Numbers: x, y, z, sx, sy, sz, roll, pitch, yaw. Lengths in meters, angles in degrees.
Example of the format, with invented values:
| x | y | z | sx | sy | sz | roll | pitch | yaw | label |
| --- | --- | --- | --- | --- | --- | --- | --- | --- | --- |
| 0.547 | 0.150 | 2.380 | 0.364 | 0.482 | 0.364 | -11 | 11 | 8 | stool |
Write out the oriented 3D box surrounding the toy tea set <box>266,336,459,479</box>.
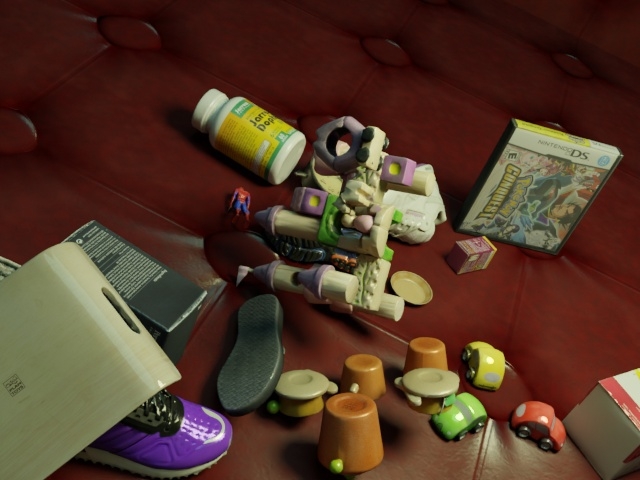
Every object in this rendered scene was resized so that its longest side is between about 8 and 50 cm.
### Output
| x | y | z | sx | sy | sz | roll | pitch | yaw | label |
| --- | --- | --- | --- | --- | --- | --- | --- | --- | --- |
| 0.094 | 0.259 | 1.376 | 0.336 | 0.124 | 0.200 | -11 | 21 | -30 | toy tea set |

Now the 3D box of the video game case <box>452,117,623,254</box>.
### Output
| x | y | z | sx | sy | sz | roll | pitch | yaw | label |
| --- | --- | --- | --- | --- | --- | --- | --- | --- | --- |
| 0.440 | -0.102 | 1.834 | 0.248 | 0.275 | 0.035 | 12 | 37 | -17 | video game case |

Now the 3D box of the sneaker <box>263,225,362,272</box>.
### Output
| x | y | z | sx | sy | sz | roll | pitch | yaw | label |
| --- | --- | --- | --- | --- | --- | --- | --- | --- | --- |
| 0.000 | 0.000 | 1.645 | 0.221 | 0.083 | 0.087 | 21 | 16 | -3 | sneaker |

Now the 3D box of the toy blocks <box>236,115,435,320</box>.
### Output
| x | y | z | sx | sy | sz | roll | pitch | yaw | label |
| --- | --- | --- | --- | --- | --- | --- | --- | --- | --- |
| -0.003 | -0.038 | 1.457 | 0.260 | 0.288 | 0.309 | 13 | -3 | 26 | toy blocks |

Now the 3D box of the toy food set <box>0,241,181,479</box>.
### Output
| x | y | z | sx | sy | sz | roll | pitch | yaw | label |
| --- | --- | --- | --- | --- | --- | --- | --- | --- | --- |
| -0.355 | 0.174 | 1.078 | 0.306 | 0.092 | 0.219 | -38 | 82 | -9 | toy food set |

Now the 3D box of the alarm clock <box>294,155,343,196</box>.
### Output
| x | y | z | sx | sy | sz | roll | pitch | yaw | label |
| --- | --- | --- | --- | --- | --- | --- | --- | --- | --- |
| 0.043 | -0.103 | 1.784 | 0.192 | 0.064 | 0.129 | 33 | 45 | -1 | alarm clock |

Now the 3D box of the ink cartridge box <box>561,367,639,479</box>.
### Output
| x | y | z | sx | sy | sz | roll | pitch | yaw | label |
| --- | --- | --- | --- | --- | --- | --- | --- | --- | --- |
| 0.534 | 0.306 | 1.528 | 0.176 | 0.128 | 0.127 | -8 | 49 | -35 | ink cartridge box |

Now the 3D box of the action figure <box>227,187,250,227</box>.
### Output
| x | y | z | sx | sy | sz | roll | pitch | yaw | label |
| --- | --- | --- | --- | --- | --- | --- | --- | --- | --- |
| -0.149 | -0.065 | 1.666 | 0.038 | 0.030 | 0.115 | 20 | 33 | -16 | action figure |

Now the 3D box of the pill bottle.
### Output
| x | y | z | sx | sy | sz | roll | pitch | yaw | label |
| --- | --- | --- | --- | --- | --- | --- | --- | --- | --- |
| -0.144 | -0.209 | 1.763 | 0.208 | 0.117 | 0.117 | 32 | 38 | 9 | pill bottle |

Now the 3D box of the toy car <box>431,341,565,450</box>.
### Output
| x | y | z | sx | sy | sz | roll | pitch | yaw | label |
| --- | --- | --- | --- | --- | --- | --- | --- | --- | --- |
| 0.279 | 0.269 | 1.491 | 0.225 | 0.053 | 0.239 | -14 | 52 | -40 | toy car |

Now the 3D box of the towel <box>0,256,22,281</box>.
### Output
| x | y | z | sx | sy | sz | roll | pitch | yaw | label |
| --- | --- | --- | --- | --- | --- | --- | --- | --- | --- |
| -0.410 | 0.098 | 1.203 | 0.282 | 0.187 | 0.049 | 25 | 52 | 2 | towel |

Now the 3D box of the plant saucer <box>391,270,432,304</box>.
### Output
| x | y | z | sx | sy | sz | roll | pitch | yaw | label |
| --- | --- | --- | --- | --- | --- | --- | --- | --- | --- |
| 0.167 | 0.092 | 1.667 | 0.083 | 0.015 | 0.083 | 15 | 39 | -12 | plant saucer |

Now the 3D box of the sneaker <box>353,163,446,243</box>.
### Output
| x | y | z | sx | sy | sz | roll | pitch | yaw | label |
| --- | --- | --- | --- | --- | --- | --- | --- | --- | --- |
| 0.157 | -0.058 | 1.731 | 0.305 | 0.114 | 0.152 | -22 | 88 | -51 | sneaker |

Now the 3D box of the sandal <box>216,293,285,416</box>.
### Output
| x | y | z | sx | sy | sz | roll | pitch | yaw | label |
| --- | --- | --- | --- | --- | --- | --- | --- | --- | --- |
| -0.092 | 0.177 | 1.375 | 0.097 | 0.054 | 0.254 | -14 | 31 | 16 | sandal |

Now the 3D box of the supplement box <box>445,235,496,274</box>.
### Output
| x | y | z | sx | sy | sz | roll | pitch | yaw | label |
| --- | --- | --- | --- | --- | --- | --- | --- | --- | --- |
| 0.299 | 0.029 | 1.783 | 0.083 | 0.055 | 0.043 | -9 | 48 | -37 | supplement box |

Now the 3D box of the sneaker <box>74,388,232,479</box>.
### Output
| x | y | z | sx | sy | sz | roll | pitch | yaw | label |
| --- | --- | --- | --- | --- | --- | --- | --- | --- | --- |
| -0.248 | 0.222 | 1.176 | 0.293 | 0.146 | 0.102 | 12 | 39 | -16 | sneaker |

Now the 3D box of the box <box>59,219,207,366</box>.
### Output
| x | y | z | sx | sy | sz | roll | pitch | yaw | label |
| --- | --- | --- | --- | --- | --- | --- | --- | --- | --- |
| -0.290 | 0.097 | 1.294 | 0.207 | 0.153 | 0.108 | 31 | 38 | 8 | box |
